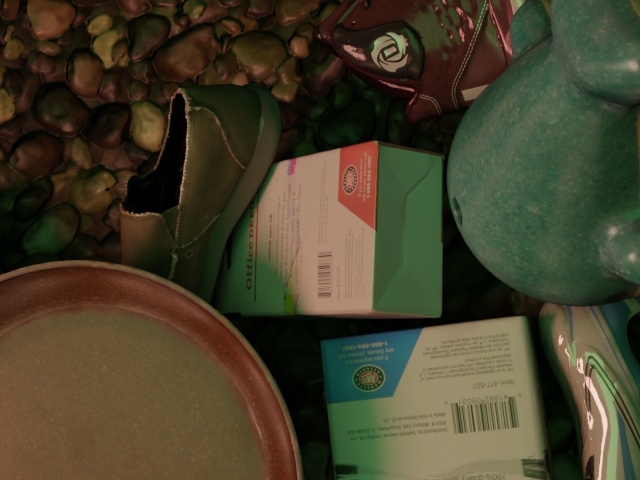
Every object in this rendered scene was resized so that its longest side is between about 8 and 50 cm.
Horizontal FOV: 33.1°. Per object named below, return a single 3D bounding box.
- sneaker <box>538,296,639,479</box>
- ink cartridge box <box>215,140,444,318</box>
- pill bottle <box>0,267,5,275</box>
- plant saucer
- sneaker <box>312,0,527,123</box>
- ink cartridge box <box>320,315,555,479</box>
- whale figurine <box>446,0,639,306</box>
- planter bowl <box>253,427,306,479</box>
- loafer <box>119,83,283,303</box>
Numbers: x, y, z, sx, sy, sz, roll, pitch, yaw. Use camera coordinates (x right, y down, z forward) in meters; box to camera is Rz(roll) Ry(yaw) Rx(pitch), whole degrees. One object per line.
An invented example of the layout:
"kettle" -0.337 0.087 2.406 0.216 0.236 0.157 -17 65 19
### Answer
"sneaker" 0.215 0.148 0.744 0.086 0.085 0.237 -12 84 5
"ink cartridge box" 0.000 0.000 0.790 0.198 0.067 0.115 -6 80 52
"pill bottle" -0.289 0.076 0.851 0.124 0.124 0.221 -46 76 5
"plant saucer" -0.162 0.169 0.741 0.311 0.050 0.310 0 88 8
"sneaker" 0.055 -0.219 0.812 0.162 0.106 0.281 -22 80 13
"ink cartridge box" 0.090 0.163 0.768 0.148 0.086 0.203 -8 83 13
"whale figurine" 0.149 -0.061 0.668 0.141 0.272 0.216 -17 65 0
"planter bowl" -0.091 0.228 0.803 0.217 0.090 0.217 -2 83 13
"loafer" -0.119 -0.011 0.809 0.094 0.087 0.251 42 111 52
